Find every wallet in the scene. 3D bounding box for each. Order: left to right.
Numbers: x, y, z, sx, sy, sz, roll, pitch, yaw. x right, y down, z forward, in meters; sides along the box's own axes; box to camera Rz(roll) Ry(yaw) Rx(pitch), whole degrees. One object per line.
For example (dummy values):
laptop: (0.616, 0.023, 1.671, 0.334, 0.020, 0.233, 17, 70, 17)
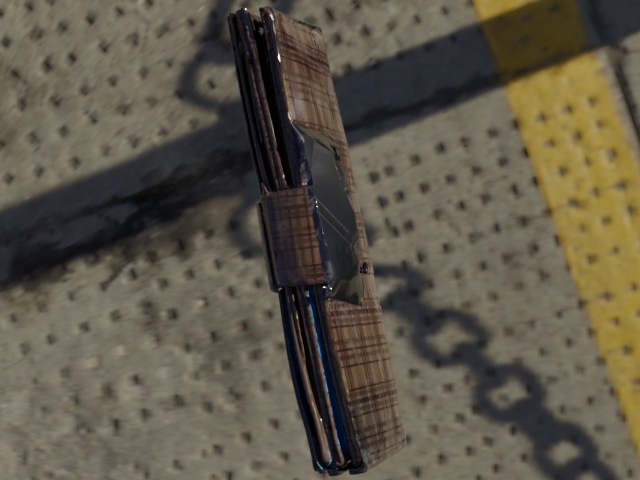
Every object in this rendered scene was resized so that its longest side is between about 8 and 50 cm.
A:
wallet: (0.000, 0.000, 0.891, 0.042, 0.124, 0.230, -10, 88, 11)
